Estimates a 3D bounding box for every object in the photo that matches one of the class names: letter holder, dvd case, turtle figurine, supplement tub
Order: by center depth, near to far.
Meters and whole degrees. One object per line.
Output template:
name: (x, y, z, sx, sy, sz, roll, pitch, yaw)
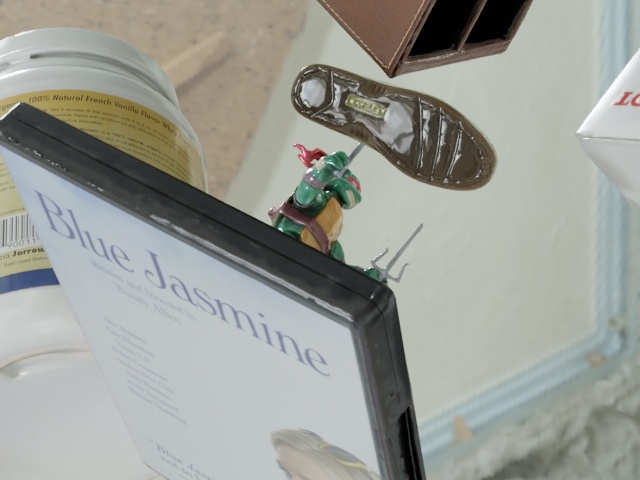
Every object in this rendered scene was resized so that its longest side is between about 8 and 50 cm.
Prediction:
dvd case: (-0.034, 0.065, 0.604, 0.022, 0.180, 0.253, -48, -32, -26)
supplement tub: (-0.194, 0.010, 1.101, 0.228, 0.316, 0.228, -5, -41, -5)
letter holder: (0.060, -0.326, 1.238, 0.152, 0.302, 0.214, -17, -34, -40)
turtle figurine: (0.000, 0.000, 1.420, 0.234, 0.118, 0.175, -53, -51, -25)

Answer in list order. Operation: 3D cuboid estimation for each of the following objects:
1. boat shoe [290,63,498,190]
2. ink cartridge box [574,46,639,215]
boat shoe: (0.070, -0.098, 1.211, 0.068, 0.190, 0.072, -62, -20, 8)
ink cartridge box: (0.250, -0.095, 0.681, 0.092, 0.160, 0.219, 46, -106, -27)
